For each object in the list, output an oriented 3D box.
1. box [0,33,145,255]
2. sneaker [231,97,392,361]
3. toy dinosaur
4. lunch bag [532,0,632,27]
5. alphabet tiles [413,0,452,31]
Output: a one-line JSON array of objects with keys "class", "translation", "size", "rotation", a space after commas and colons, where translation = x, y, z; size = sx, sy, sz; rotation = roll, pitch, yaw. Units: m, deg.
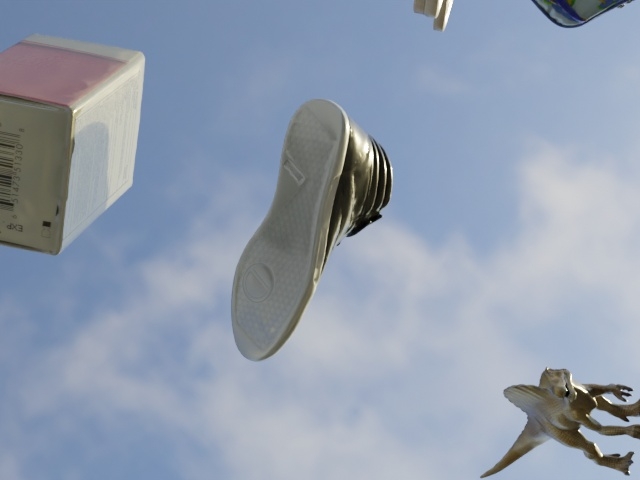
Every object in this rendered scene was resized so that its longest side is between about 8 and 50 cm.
[{"class": "box", "translation": [-0.268, -0.099, 1.740], "size": [0.232, 0.127, 0.148], "rotation": [-58, -23, -69]}, {"class": "sneaker", "translation": [0.000, 0.000, 1.992], "size": [0.147, 0.104, 0.295], "rotation": [17, -89, -56]}, {"class": "toy dinosaur", "translation": [0.160, 0.113, 1.153], "size": [0.183, 0.093, 0.053], "rotation": [104, -178, -65]}, {"class": "lunch bag", "translation": [0.275, -0.349, 2.016], "size": [0.176, 0.090, 0.219], "rotation": [-26, -59, 38]}, {"class": "alphabet tiles", "translation": [0.109, -0.300, 1.292], "size": [0.278, 0.021, 0.284], "rotation": [95, -169, -53]}]
